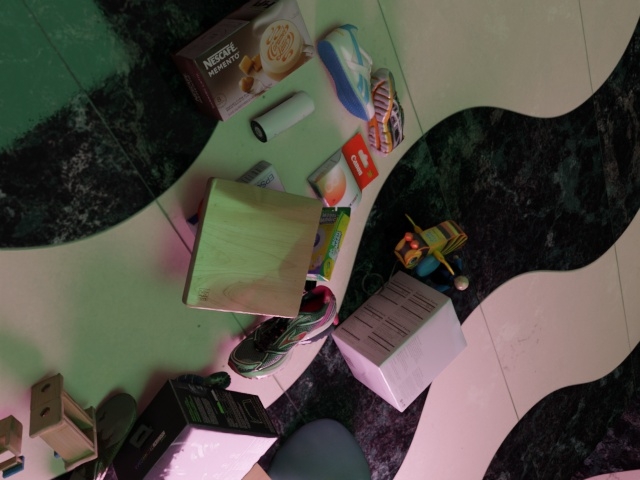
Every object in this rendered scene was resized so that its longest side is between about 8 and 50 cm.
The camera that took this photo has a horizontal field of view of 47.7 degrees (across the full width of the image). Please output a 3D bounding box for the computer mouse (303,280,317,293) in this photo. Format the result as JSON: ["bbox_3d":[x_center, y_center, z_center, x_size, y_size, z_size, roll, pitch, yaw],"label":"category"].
[{"bbox_3d":[-0.066,0.054,1.648,0.262,0.060,0.184,-2,112,-50],"label":"computer mouse"}]

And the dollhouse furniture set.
[{"bbox_3d":[-0.547,0.372,1.392,0.183,0.129,0.129,-26,128,0],"label":"dollhouse furniture set"}]

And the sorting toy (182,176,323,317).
[{"bbox_3d":[-0.149,0.014,1.485,0.257,0.089,0.255,10,95,-33],"label":"sorting toy"}]

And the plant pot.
[{"bbox_3d":[0.025,0.655,1.934,0.290,0.195,0.290,-18,121,-34],"label":"plant pot"}]

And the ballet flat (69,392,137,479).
[{"bbox_3d":[-0.453,0.432,1.521,0.250,0.084,0.058,-64,166,2],"label":"ballet flat"}]

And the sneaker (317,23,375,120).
[{"bbox_3d":[0.079,-0.363,1.594,0.092,0.087,0.229,-44,133,-19],"label":"sneaker"}]

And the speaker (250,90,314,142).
[{"bbox_3d":[-0.078,-0.262,1.527,0.136,0.055,0.055,-36,129,-22],"label":"speaker"}]

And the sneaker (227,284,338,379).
[{"bbox_3d":[-0.090,0.204,1.673,0.299,0.121,0.112,-34,143,-27],"label":"sneaker"}]

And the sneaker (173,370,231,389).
[{"bbox_3d":[-0.272,0.330,1.632,0.135,0.058,0.052,-1,67,-19],"label":"sneaker"}]

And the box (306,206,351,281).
[{"bbox_3d":[0.000,0.000,1.607,0.043,0.105,0.179,37,65,-40],"label":"box"}]

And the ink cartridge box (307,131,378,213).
[{"bbox_3d":[0.068,-0.144,1.713,0.179,0.045,0.145,-42,131,-15],"label":"ink cartridge box"}]

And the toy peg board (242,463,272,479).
[{"bbox_3d":[-0.219,0.614,1.805,0.161,0.079,0.160,-43,115,-18],"label":"toy peg board"}]

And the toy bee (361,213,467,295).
[{"bbox_3d":[0.260,0.028,1.841,0.298,0.195,0.162,-49,162,-25],"label":"toy bee"}]

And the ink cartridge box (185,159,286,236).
[{"bbox_3d":[-0.153,-0.022,1.579,0.223,0.045,0.224,-42,131,-19],"label":"ink cartridge box"}]

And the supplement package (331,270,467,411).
[{"bbox_3d":[0.210,0.261,1.908,0.262,0.198,0.199,-41,130,-18],"label":"supplement package"}]

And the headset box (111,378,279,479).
[{"bbox_3d":[-0.282,0.449,1.582,0.283,0.131,0.246,22,113,-44],"label":"headset box"}]

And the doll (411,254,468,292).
[{"bbox_3d":[0.319,0.088,1.929,0.046,0.189,0.129,39,82,-43],"label":"doll"}]

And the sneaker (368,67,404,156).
[{"bbox_3d":[0.155,-0.305,1.693,0.083,0.084,0.215,-31,136,-30],"label":"sneaker"}]

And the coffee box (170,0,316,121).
[{"bbox_3d":[-0.145,-0.359,1.395,0.246,0.098,0.141,-40,130,-20],"label":"coffee box"}]
